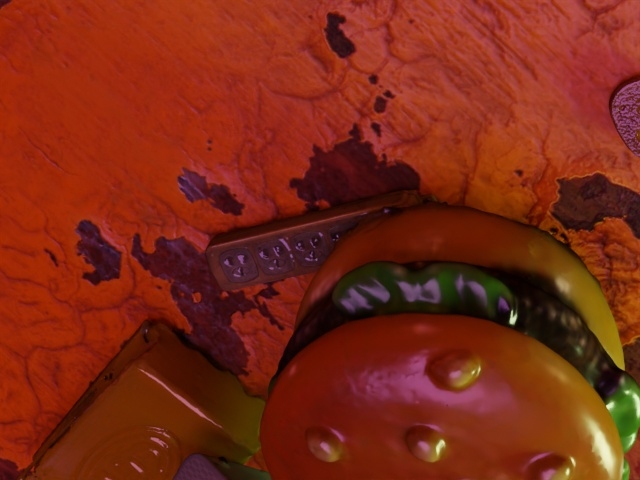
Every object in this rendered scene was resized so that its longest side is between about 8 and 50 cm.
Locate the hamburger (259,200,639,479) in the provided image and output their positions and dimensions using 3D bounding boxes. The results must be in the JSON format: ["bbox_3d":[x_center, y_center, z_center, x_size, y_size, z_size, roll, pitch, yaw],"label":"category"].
[{"bbox_3d":[0.136,0.190,1.327,0.395,0.277,0.396,7,129,9],"label":"hamburger"}]

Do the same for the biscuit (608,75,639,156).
[{"bbox_3d":[0.335,-0.125,1.269,0.078,0.015,0.091,-20,112,23],"label":"biscuit"}]

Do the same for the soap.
[{"bbox_3d":[-0.232,0.268,1.608,0.204,0.096,0.324,39,122,-8],"label":"soap"}]

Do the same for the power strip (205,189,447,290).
[{"bbox_3d":[0.000,0.000,1.420,0.305,0.044,0.064,-13,114,22],"label":"power strip"}]

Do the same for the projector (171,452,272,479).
[{"bbox_3d":[-0.039,0.354,1.445,0.198,0.250,0.108,27,97,-46],"label":"projector"}]
